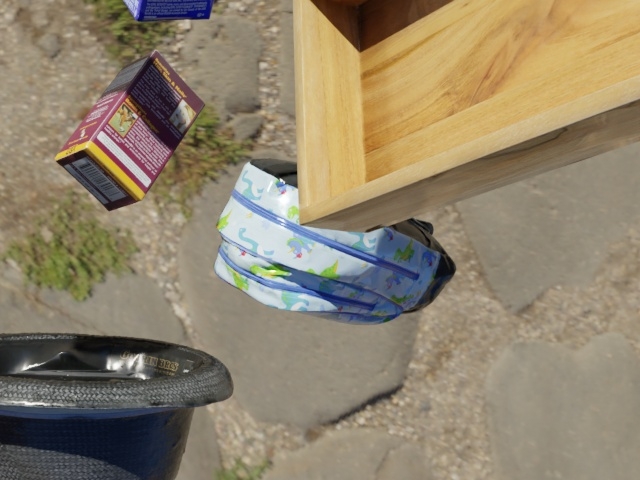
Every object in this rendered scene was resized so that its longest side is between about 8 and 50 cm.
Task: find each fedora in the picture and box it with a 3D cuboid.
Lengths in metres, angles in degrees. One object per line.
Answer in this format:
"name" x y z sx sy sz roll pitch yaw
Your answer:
"fedora" -0.259 0.192 1.134 0.334 0.334 0.152 1 95 -29

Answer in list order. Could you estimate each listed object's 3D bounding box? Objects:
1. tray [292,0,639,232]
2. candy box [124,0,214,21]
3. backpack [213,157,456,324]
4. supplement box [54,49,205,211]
"tray" 0.123 -0.146 0.715 0.076 0.411 0.203 6 76 -33
"candy box" -0.214 -0.493 1.435 0.122 0.268 0.317 -10 140 -32
"backpack" 0.000 0.000 1.663 0.273 0.290 0.355 -53 151 -4
"supplement box" -0.247 -0.145 1.441 0.104 0.081 0.188 47 52 -27
